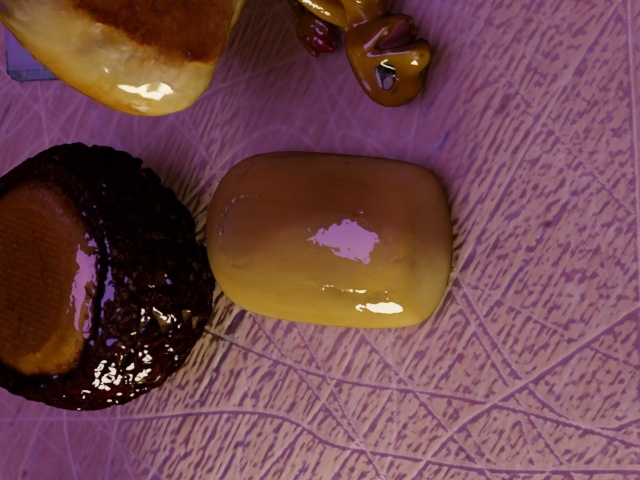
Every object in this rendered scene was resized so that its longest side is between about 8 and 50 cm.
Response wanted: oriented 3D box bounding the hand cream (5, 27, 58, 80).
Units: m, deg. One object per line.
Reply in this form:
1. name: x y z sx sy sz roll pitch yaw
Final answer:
1. hand cream: -0.282 -0.293 1.244 0.079 0.050 0.275 10 104 57

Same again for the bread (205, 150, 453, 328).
1. bread: 0.000 0.000 1.065 0.217 0.098 0.147 1 98 31

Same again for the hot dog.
1. hot dog: -0.138 -0.291 1.030 0.223 0.185 0.405 -7 59 59

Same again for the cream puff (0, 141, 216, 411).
1. cream puff: -0.202 0.034 1.143 0.239 0.165 0.239 1 91 36

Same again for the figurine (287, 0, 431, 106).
1. figurine: 0.021 -0.184 1.053 0.176 0.121 0.122 59 146 3
